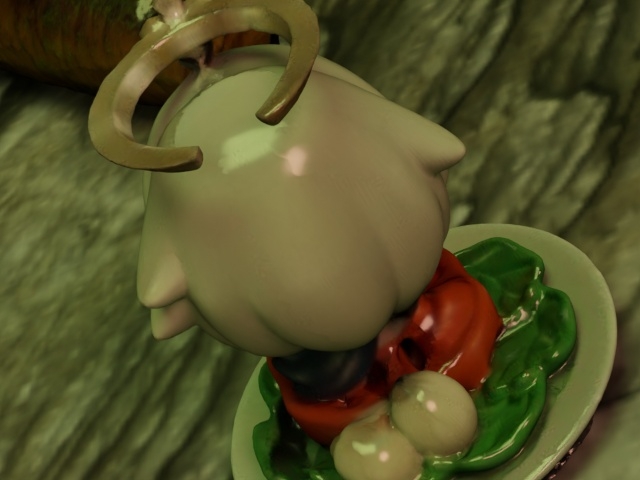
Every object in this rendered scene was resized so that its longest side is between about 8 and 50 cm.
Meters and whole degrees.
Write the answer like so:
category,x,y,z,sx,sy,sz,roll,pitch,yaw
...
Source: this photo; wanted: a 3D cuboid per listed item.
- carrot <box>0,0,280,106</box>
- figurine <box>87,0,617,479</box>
category,x,y,z,sx,sy,sz,roll,pitch,yaw
carrot,-0.111,-0.101,0.825,0.260,0.070,0.070,19,61,47
figurine,0.000,0.000,0.538,0.132,0.153,0.132,-21,38,18
